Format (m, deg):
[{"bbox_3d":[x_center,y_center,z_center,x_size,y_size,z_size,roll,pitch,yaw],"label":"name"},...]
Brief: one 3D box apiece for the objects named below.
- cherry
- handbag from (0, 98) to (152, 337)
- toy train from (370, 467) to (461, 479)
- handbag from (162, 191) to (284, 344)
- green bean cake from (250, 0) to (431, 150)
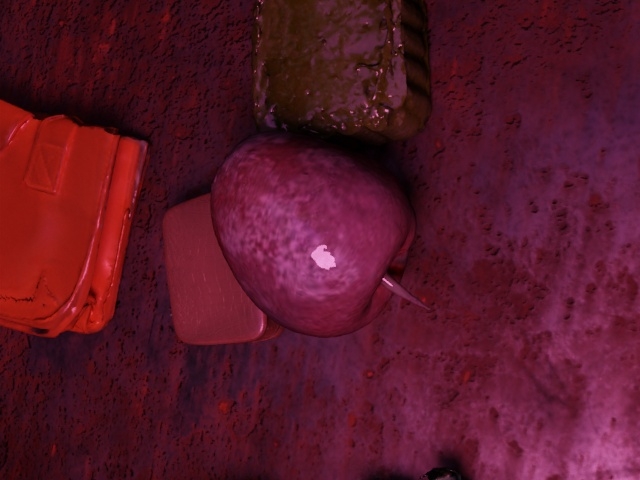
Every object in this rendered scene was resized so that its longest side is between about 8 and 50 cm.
[{"bbox_3d":[0.000,0.000,1.055,0.285,0.236,0.213,37,62,8],"label":"cherry"},{"bbox_3d":[-0.449,-0.047,1.323,0.410,0.116,0.304,13,92,23],"label":"handbag"},{"bbox_3d":[0.125,0.389,1.055,0.154,0.115,0.270,-12,82,31],"label":"toy train"},{"bbox_3d":[-0.126,0.038,1.203,0.151,0.072,0.193,-13,84,22],"label":"handbag"},{"bbox_3d":[0.022,-0.216,1.130,0.200,0.113,0.214,-5,86,22],"label":"green bean cake"}]
